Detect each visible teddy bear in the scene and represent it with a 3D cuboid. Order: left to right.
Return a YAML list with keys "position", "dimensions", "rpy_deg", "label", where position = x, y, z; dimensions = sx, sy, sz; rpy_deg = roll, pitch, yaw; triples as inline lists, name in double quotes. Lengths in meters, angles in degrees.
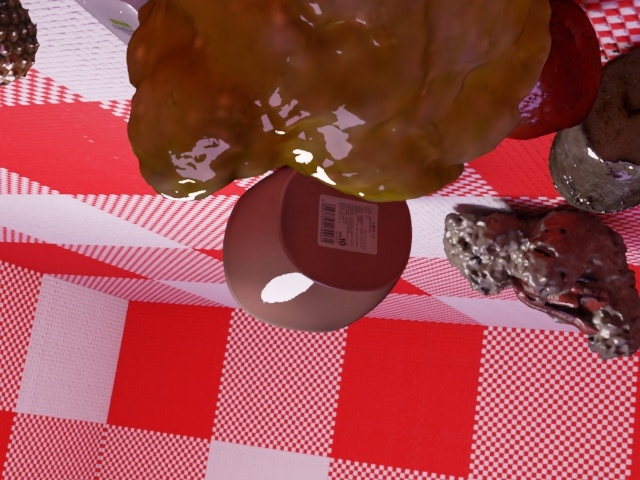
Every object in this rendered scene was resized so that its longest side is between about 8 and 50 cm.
- position: [0.380, 0.055, 1.748]
  dimensions: [0.368, 0.224, 0.357]
  rpy_deg: [-1, 151, 45]
  label: "teddy bear"

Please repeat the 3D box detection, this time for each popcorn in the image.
- position: [0.023, -0.167, 0.750]
  dimensions: [0.334, 0.292, 0.293]
  rpy_deg: [7, 164, -16]
  label: "popcorn"

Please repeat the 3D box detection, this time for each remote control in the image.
- position: [-0.197, -0.240, 1.106]
  dimensions: [0.103, 0.034, 0.250]
  rpy_deg: [19, 173, 23]
  label: "remote control"

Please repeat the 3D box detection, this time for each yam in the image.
- position: [0.349, -0.115, 1.115]
  dimensions: [0.154, 0.153, 0.254]
  rpy_deg: [7, 171, 7]
  label: "yam"

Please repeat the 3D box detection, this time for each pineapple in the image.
- position: [-0.385, -0.260, 1.021]
  dimensions: [0.125, 0.125, 0.251]
  rpy_deg: [8, 162, 1]
  label: "pineapple"

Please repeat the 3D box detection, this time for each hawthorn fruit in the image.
- position: [0.199, -0.180, 0.924]
  dimensions: [0.148, 0.148, 0.172]
  rpy_deg: [5, 159, 15]
  label: "hawthorn fruit"

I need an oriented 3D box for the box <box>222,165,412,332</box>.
- position: [0.000, 0.000, 1.602]
  dimensions: [0.301, 0.300, 0.216]
  rpy_deg: [12, 160, -18]
  label: "box"
